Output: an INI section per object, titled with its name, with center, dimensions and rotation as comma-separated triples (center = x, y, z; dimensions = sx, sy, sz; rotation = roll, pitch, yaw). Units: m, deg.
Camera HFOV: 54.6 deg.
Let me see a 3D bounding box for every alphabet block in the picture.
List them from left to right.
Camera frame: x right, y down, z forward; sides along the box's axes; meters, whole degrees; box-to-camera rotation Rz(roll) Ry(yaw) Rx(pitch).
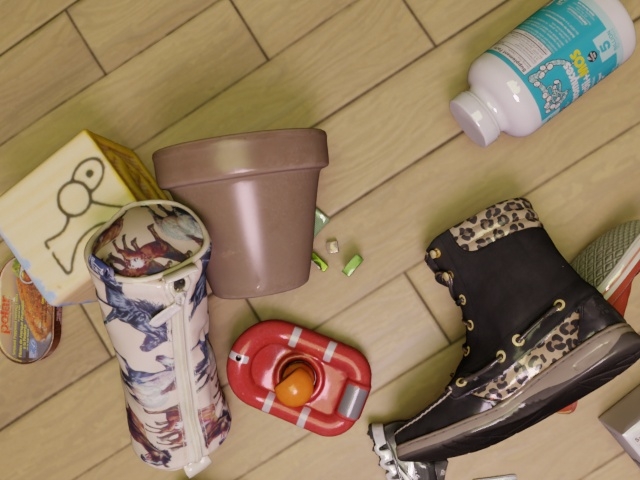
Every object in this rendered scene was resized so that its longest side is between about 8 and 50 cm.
[alphabet block]
center = -0.358, -0.030, 0.988
dimensions = 0.197, 0.193, 0.192
rotation = -36, 86, 3

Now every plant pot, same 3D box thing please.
[plant pot]
center = -0.105, -0.038, 0.944
dimensions = 0.262, 0.263, 0.230
rotation = -8, 96, 5

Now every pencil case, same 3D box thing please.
[pencil case]
center = -0.221, 0.156, 0.896
dimensions = 0.159, 0.184, 0.411
rotation = -13, 127, -19

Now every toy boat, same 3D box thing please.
[toy boat]
center = -0.037, 0.217, 0.967
dimensions = 0.230, 0.151, 0.151
rotation = 21, 90, 6

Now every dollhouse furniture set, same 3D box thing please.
[dollhouse furniture set]
center = 0.000, 0.000, 1.018
dimensions = 0.151, 0.058, 0.076
rotation = 41, 92, 6

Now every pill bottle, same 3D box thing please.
[pill bottle]
center = 0.331, -0.259, 0.953
dimensions = 0.264, 0.146, 0.146
rotation = -38, 85, 4

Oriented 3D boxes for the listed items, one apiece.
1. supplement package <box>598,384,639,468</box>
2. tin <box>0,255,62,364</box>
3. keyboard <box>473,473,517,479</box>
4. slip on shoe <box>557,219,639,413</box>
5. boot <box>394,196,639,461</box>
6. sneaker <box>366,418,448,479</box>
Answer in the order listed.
[supplement package]
center = 0.532, 0.317, 0.931
dimensions = 0.105, 0.105, 0.179
rotation = -40, 84, 3
[tin]
center = -0.504, 0.117, 1.076
dimensions = 0.106, 0.040, 0.190
rotation = 2, 88, 2
[keyboard]
center = 0.300, 0.509, 0.995
dimensions = 0.072, 0.014, 0.256
rotation = -10, 87, 10
[slip on shoe]
center = 0.414, 0.119, 0.951
dimensions = 0.101, 0.123, 0.332
rotation = 28, 95, -7
[boot]
center = 0.232, 0.136, 0.921
dimensions = 0.377, 0.138, 0.284
rotation = -39, 54, 24
[sneaker]
center = 0.160, 0.389, 0.978
dimensions = 0.106, 0.078, 0.235
rotation = -21, 84, 7
